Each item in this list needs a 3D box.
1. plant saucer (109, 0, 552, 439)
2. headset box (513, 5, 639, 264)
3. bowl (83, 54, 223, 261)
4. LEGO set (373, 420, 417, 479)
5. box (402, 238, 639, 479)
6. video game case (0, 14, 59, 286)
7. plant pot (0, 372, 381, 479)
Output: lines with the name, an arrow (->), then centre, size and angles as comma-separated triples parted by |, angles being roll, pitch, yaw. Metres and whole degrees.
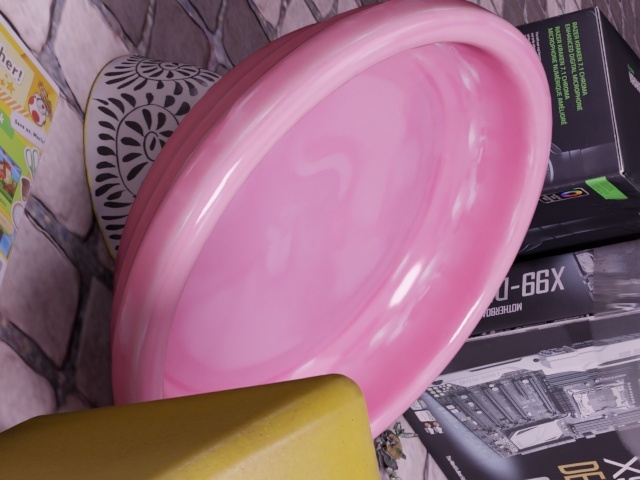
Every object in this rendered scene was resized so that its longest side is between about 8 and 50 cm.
plant saucer -> 0.000, 0.000, 0.898 | 0.332, 0.084, 0.332 | -32, 141, -30
headset box -> 0.143, -0.060, 1.192 | 0.246, 0.283, 0.131 | 25, 56, -63
bowl -> -0.069, -0.042, 0.948 | 0.170, 0.080, 0.170 | 40, 44, -55
LEGO set -> 0.048, 0.169, 1.202 | 0.083, 0.023, 0.054 | 9, 68, -52
box -> 0.208, 0.139, 1.299 | 0.307, 0.242, 0.077 | 57, 31, -42
video game case -> -0.211, -0.070, 0.702 | 0.227, 0.026, 0.206 | 55, 32, -42
plant pot -> -0.098, 0.186, 0.631 | 0.187, 0.212, 0.212 | -11, 89, -55
